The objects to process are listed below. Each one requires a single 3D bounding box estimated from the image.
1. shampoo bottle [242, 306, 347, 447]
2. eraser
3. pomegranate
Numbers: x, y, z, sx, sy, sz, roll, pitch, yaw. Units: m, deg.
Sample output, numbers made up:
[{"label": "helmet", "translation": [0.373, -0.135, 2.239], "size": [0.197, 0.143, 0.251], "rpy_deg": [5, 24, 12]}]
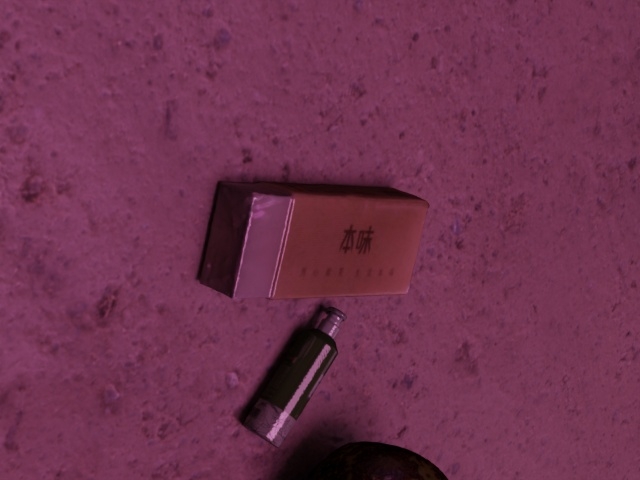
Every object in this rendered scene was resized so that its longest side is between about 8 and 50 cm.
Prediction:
[{"label": "shampoo bottle", "translation": [-0.028, 0.181, 1.714], "size": [0.204, 0.065, 0.065], "rpy_deg": [-57, 139, -11]}, {"label": "eraser", "translation": [0.000, 0.000, 1.643], "size": [0.343, 0.078, 0.144], "rpy_deg": [-1, 107, -47]}, {"label": "pomegranate", "translation": [0.026, 0.419, 1.767], "size": [0.340, 0.285, 0.285], "rpy_deg": [5, 106, -17]}]
